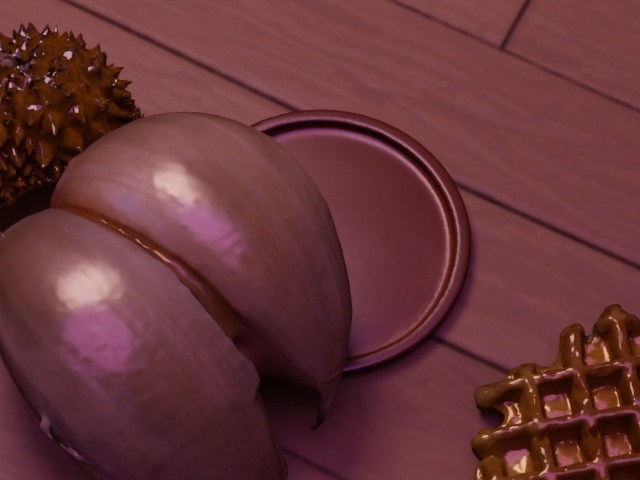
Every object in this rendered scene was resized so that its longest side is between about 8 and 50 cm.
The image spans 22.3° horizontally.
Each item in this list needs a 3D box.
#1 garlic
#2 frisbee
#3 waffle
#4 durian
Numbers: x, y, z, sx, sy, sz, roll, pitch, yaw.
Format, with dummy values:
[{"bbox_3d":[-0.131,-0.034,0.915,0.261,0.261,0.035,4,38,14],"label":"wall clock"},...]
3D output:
[{"bbox_3d":[-0.121,0.055,1.232,0.286,0.249,0.313,-24,51,-37],"label":"garlic"},{"bbox_3d":[0.000,0.000,1.356,0.251,0.021,0.251,0,62,0],"label":"frisbee"},{"bbox_3d":[0.221,0.152,1.255,0.229,0.057,0.219,-6,62,-2],"label":"waffle"},{"bbox_3d":[-0.282,-0.102,1.344,0.249,0.138,0.183,-30,68,-6],"label":"durian"}]
